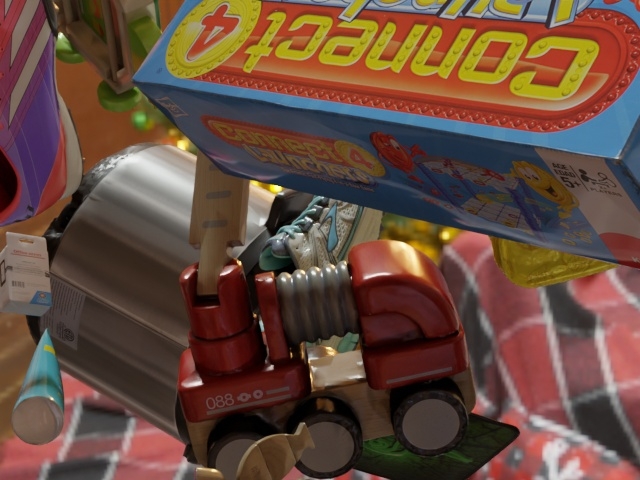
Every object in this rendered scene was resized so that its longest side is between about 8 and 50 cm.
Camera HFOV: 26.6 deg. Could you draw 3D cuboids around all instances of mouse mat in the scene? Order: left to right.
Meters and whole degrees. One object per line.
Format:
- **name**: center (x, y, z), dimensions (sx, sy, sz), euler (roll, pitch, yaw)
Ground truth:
- **mouse mat**: center (0.061, 0.172, 1.192), dimensions (0.189, 0.152, 0.007), euler (19, 52, -13)

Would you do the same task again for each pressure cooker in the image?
- **pressure cooker**: center (-0.144, 0.102, 1.864), dimensions (0.420, 0.370, 0.375), euler (26, 68, 23)

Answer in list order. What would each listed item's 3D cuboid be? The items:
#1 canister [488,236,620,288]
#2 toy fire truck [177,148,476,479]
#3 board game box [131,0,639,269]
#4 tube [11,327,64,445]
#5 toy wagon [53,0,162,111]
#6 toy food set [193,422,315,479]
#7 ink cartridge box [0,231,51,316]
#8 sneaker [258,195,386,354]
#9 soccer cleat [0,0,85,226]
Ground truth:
- **canister**: center (0.191, -0.038, 1.160), dimensions (0.126, 0.073, 0.170), euler (-14, 28, -2)
- **toy fire truck**: center (-0.011, 0.035, 1.026), dimensions (0.217, 0.246, 0.158), euler (-12, 22, 2)
- **board game box**: center (0.100, -0.154, 0.649), dimensions (0.308, 0.086, 0.302), euler (14, 67, 45)
- **tube**: center (-0.296, 0.160, 1.450), dimensions (0.052, 0.080, 0.207), euler (1, 12, -9)
- **toy wagon**: center (-0.260, -0.281, 1.634), dimensions (0.068, 0.267, 0.344), euler (-28, 54, -23)
- **toy food set**: center (-0.048, 0.164, 0.810), dimensions (0.122, 0.078, 0.019), euler (-18, 4, -41)
- **ink cartridge box**: center (-0.315, 0.036, 1.439), dimensions (0.048, 0.028, 0.083), euler (11, 55, -33)
- **sneaker**: center (0.000, 0.000, 1.528), dimensions (0.122, 0.110, 0.283), euler (15, 62, -12)
- **soccer cleat**: center (-0.318, -0.163, 1.321), dimensions (0.108, 0.318, 0.116), euler (12, 35, 31)
